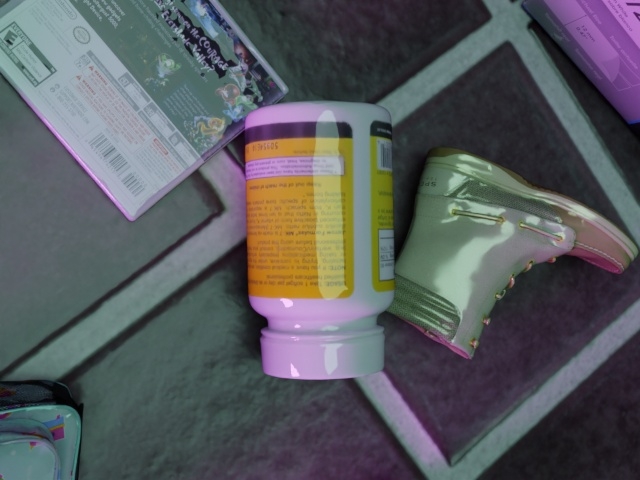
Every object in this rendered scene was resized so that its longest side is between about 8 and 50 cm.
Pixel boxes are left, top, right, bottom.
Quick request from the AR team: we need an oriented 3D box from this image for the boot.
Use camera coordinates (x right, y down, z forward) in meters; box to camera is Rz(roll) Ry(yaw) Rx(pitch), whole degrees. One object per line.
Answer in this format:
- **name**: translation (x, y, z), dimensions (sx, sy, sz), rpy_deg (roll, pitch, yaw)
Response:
- **boot**: translation (0.164, 0.030, 0.723), dimensions (0.213, 0.077, 0.165), rpy_deg (23, 83, -10)

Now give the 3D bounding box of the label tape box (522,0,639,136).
- **label tape box**: translation (0.357, -0.181, 0.638), dimensions (0.249, 0.347, 0.115), rpy_deg (45, 79, -12)

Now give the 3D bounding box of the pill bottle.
- **pill bottle**: translation (0.000, 0.000, 0.652), dimensions (0.119, 0.119, 0.208), rpy_deg (-1, 90, -17)

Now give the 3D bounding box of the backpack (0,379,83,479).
- **backpack**: translation (-0.266, 0.183, 0.562), dimensions (0.188, 0.144, 0.166), rpy_deg (5, 93, -15)

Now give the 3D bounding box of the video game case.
- **video game case**: translation (-0.149, -0.142, 0.658), dimensions (0.173, 0.022, 0.190), rpy_deg (-42, 100, -12)
